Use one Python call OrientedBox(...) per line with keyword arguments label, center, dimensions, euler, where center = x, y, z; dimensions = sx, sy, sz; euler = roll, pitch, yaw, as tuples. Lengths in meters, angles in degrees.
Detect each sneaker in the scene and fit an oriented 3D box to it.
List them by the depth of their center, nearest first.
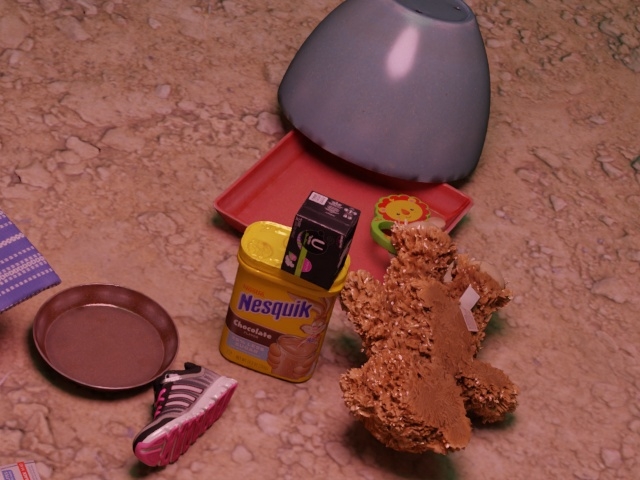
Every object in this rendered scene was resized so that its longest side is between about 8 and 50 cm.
OrientedBox(label="sneaker", center=(-0.165, 0.187, 1.929), dimensions=(0.074, 0.063, 0.170), euler=(31, 38, 16))

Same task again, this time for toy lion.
OrientedBox(label="toy lion", center=(0.101, -0.022, 2.202), dimensions=(0.100, 0.034, 0.096), euler=(-23, 47, -36))

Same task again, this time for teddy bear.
OrientedBox(label="teddy bear", center=(0.122, 0.118, 2.043), dimensions=(0.245, 0.113, 0.338), euler=(24, 48, -28))

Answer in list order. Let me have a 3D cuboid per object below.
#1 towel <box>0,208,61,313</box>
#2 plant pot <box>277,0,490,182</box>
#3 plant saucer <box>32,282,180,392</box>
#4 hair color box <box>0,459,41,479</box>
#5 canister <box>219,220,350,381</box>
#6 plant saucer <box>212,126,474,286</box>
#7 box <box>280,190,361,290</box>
OrientedBox(label="towel", center=(-0.476, -0.022, 1.903), dimensions=(0.336, 0.040, 0.243), euler=(45, 45, 14))
OrientedBox(label="plant pot", center=(0.110, -0.236, 2.340), dimensions=(0.290, 0.195, 0.290), euler=(16, 29, -9))
OrientedBox(label="plant saucer", center=(-0.246, 0.116, 2.006), dimensions=(0.168, 0.029, 0.168), euler=(9, 42, -8))
OrientedBox(label="hair color box", center=(-0.357, 0.285, 1.763), dimensions=(0.167, 0.053, 0.093), euler=(-10, 48, -25))
OrientedBox(label="canister", center=(-0.044, 0.073, 2.009), dimensions=(0.126, 0.170, 0.073), euler=(18, 41, 3))
OrientedBox(label="plant saucer", center=(0.029, -0.033, 2.248), dimensions=(0.258, 0.048, 0.259), euler=(29, 43, 15))
OrientedBox(label="box", center=(0.000, 0.000, 1.909), dimensions=(0.062, 0.083, 0.052), euler=(23, 40, 9))
